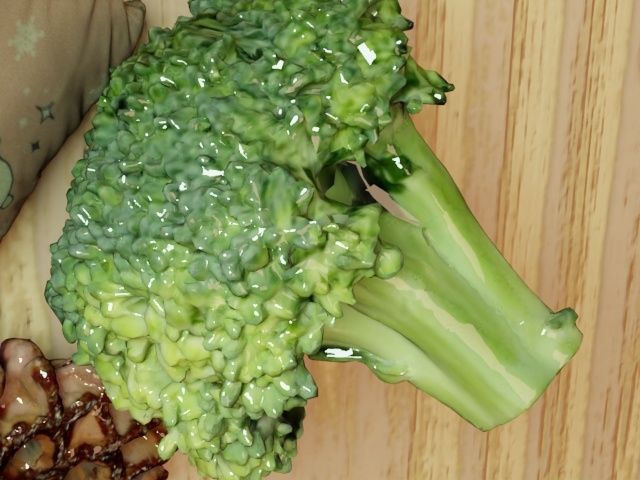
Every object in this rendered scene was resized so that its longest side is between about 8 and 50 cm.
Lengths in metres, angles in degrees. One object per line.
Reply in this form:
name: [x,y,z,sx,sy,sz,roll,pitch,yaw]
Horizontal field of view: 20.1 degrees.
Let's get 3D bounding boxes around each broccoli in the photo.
broccoli: [-0.019,-0.003,0.889,0.260,0.235,0.288,61,36,-22]

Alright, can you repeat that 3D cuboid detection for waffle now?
waffle: [-0.181,0.147,0.970,0.234,0.055,0.221,22,108,-51]

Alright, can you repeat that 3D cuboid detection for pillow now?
pillow: [-0.206,-0.061,0.828,0.223,0.084,0.236,28,98,-47]
